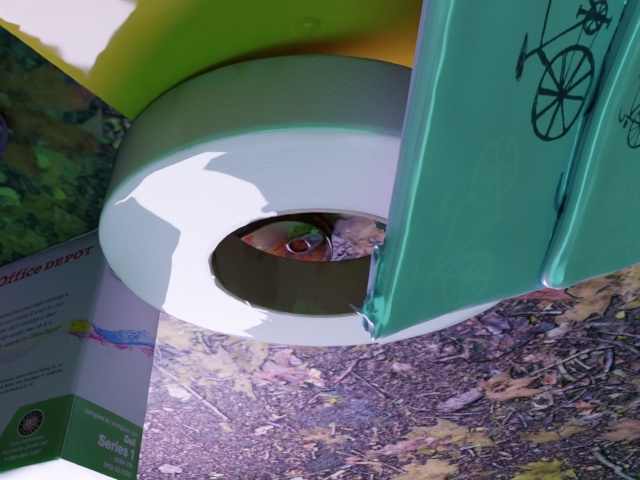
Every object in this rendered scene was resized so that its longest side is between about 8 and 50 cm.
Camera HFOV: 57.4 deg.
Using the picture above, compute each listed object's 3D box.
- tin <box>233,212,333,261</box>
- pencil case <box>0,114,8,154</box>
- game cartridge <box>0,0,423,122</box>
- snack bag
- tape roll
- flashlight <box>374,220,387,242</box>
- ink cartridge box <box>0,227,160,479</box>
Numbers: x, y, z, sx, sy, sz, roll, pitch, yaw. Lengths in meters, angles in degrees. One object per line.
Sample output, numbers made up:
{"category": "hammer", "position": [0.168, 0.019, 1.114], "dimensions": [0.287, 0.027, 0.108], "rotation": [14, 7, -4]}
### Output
{"category": "tin", "position": [-0.073, 0.018, 0.719], "dimensions": [0.189, 0.040, 0.106], "rotation": [-24, 138, 24]}
{"category": "pencil case", "position": [-0.397, -0.073, 0.568], "dimensions": [0.206, 0.088, 0.086], "rotation": [-25, 132, 25]}
{"category": "game cartridge", "position": [-0.015, -0.169, 0.412], "dimensions": [0.323, 0.053, 0.285], "rotation": [-17, 160, 13]}
{"category": "snack bag", "position": [0.190, -0.097, 0.390], "dimensions": [0.342, 0.037, 0.323], "rotation": [-9, 122, -28]}
{"category": "tape roll", "position": [0.000, 0.000, 0.547], "dimensions": [0.391, 0.072, 0.392], "rotation": [0, 148, 0]}
{"category": "flashlight", "position": [0.201, -0.068, 0.587], "dimensions": [0.303, 0.103, 0.103], "rotation": [-12, -178, 17]}
{"category": "ink cartridge box", "position": [-0.306, 0.147, 0.677], "dimensions": [0.201, 0.278, 0.117], "rotation": [-18, 139, 18]}
